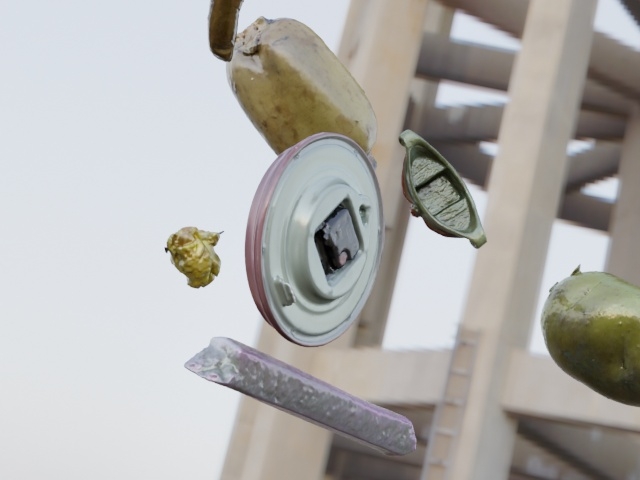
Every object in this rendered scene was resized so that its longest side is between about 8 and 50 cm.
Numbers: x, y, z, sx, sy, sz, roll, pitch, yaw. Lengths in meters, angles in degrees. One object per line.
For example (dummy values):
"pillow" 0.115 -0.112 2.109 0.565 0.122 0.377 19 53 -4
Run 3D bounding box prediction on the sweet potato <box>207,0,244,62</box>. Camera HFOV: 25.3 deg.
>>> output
"sweet potato" -0.115 -0.366 1.689 0.079 0.108 0.346 18 -38 15

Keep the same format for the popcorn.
"popcorn" -0.153 0.013 1.818 0.084 0.084 0.084 12 -18 4

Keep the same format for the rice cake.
"rice cake" -0.014 0.190 1.715 0.072 0.056 0.365 14 -12 48

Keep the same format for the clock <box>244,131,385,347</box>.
"clock" 0.001 0.000 1.608 0.056 0.244 0.244 6 -19 34

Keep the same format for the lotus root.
"lotus root" -0.021 -0.192 2.050 0.160 0.146 0.284 -33 -81 40

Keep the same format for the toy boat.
"toy boat" 0.158 -0.064 1.918 0.185 0.089 0.071 55 -15 5

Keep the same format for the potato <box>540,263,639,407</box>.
"potato" 0.420 0.138 1.945 0.248 0.143 0.169 19 -50 23
